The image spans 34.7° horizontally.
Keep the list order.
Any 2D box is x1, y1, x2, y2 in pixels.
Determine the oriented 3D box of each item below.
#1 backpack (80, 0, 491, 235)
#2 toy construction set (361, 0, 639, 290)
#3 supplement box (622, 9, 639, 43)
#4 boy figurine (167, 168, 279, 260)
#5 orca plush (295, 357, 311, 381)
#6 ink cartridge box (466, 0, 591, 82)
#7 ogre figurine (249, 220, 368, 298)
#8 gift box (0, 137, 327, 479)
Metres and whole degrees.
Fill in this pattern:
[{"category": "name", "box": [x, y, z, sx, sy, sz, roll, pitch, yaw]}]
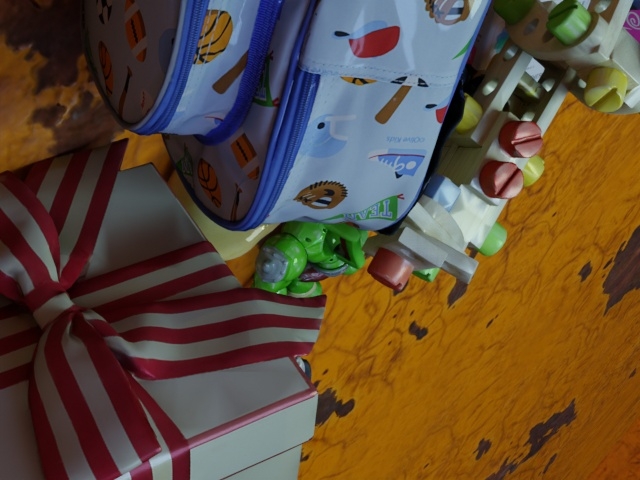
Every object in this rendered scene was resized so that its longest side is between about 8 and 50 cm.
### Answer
[{"category": "backpack", "box": [-0.019, -0.136, 0.564, 0.213, 0.276, 0.263, -4, 122, -17]}, {"category": "toy construction set", "box": [0.145, -0.076, 0.786, 0.328, 0.215, 0.151, -45, 113, -15]}, {"category": "supplement box", "box": [0.363, -0.277, 0.983, 0.220, 0.114, 0.111, -56, 160, -33]}, {"category": "boy figurine", "box": [-0.001, -0.098, 0.784, 0.285, 0.092, 0.177, -49, 149, -2]}, {"category": "orca plush", "box": [-0.080, 0.167, 0.935, 0.287, 0.102, 0.151, 92, 23, -67]}, {"category": "ink cartridge box", "box": [0.203, -0.272, 0.895, 0.185, 0.065, 0.311, -23, 141, -38]}, {"category": "ogre figurine", "box": [0.000, 0.000, 0.886, 0.197, 0.097, 0.118, -28, 155, -15]}, {"category": "gift box", "box": [-0.147, 0.101, 0.655, 0.276, 0.255, 0.258, -25, 142, -27]}]
